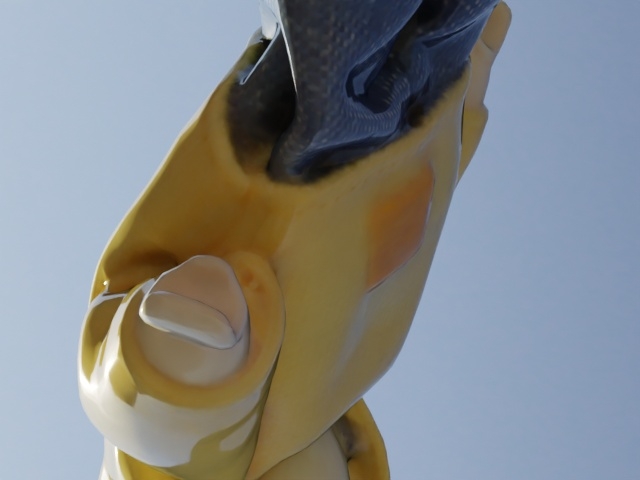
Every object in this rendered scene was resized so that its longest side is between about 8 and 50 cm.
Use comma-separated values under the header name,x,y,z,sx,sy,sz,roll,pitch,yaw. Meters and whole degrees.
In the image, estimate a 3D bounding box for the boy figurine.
name,x,y,z,sx,sy,sz,roll,pitch,yaw
boy figurine,0.000,0.000,0.477,0.092,0.177,0.285,26,-59,13
